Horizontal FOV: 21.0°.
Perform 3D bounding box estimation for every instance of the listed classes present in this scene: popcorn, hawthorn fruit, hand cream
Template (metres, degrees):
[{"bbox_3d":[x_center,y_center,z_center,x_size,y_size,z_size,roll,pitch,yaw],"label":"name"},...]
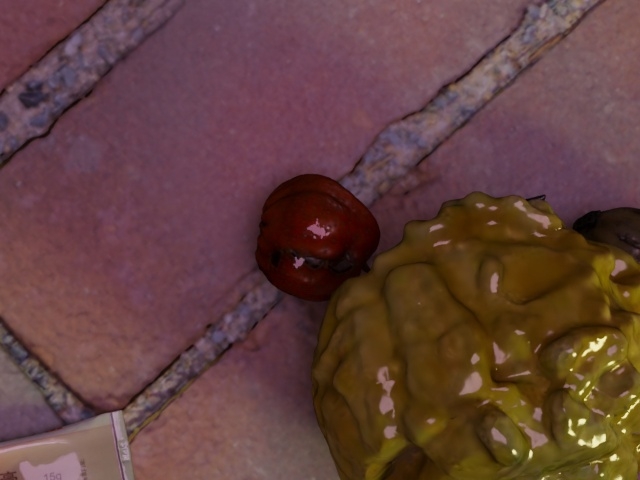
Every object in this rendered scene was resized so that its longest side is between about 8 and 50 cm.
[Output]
[{"bbox_3d":[0.113,0.081,1.151,0.249,0.249,0.225,-9,69,-10],"label":"popcorn"},{"bbox_3d":[0.000,0.000,1.193,0.093,0.093,0.093,0,89,-10],"label":"hawthorn fruit"},{"bbox_3d":[-0.235,0.167,1.178,0.216,0.038,0.052,-11,118,-13],"label":"hand cream"}]

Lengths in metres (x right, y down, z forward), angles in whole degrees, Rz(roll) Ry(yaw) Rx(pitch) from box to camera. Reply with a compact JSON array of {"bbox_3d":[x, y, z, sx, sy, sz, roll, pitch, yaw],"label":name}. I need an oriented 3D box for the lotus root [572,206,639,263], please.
[{"bbox_3d":[0.254,0.041,1.234,0.179,0.089,0.080,46,41,-2],"label":"lotus root"}]
